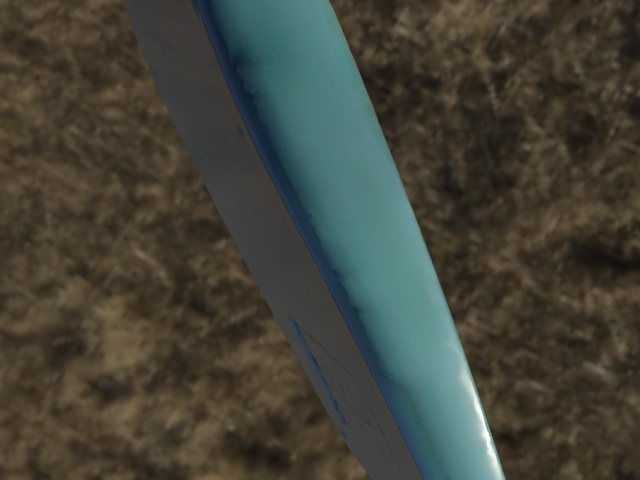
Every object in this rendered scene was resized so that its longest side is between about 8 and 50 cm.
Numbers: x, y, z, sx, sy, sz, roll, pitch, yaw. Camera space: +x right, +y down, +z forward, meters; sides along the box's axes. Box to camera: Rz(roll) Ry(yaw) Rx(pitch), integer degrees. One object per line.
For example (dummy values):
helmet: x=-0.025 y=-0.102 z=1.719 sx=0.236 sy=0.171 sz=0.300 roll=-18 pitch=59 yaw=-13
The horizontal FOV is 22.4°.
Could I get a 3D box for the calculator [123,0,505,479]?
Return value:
calculator: x=0.000 y=0.000 z=0.776 sx=0.386 sy=0.054 sz=0.256 roll=65 pitch=169 yaw=-21
